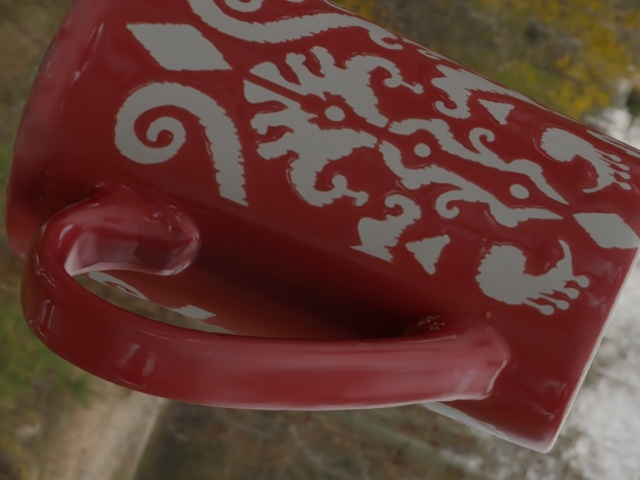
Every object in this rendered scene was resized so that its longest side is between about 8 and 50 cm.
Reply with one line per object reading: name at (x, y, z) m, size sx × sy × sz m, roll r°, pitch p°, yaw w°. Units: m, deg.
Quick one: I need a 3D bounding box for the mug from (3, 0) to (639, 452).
mug at (0.001, 0.002, 0.488) m, size 0.113 × 0.169 × 0.150 m, roll 95°, pitch 20°, yaw -65°
